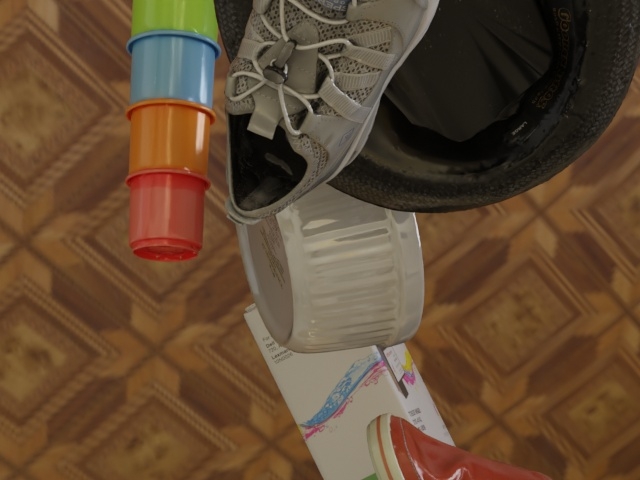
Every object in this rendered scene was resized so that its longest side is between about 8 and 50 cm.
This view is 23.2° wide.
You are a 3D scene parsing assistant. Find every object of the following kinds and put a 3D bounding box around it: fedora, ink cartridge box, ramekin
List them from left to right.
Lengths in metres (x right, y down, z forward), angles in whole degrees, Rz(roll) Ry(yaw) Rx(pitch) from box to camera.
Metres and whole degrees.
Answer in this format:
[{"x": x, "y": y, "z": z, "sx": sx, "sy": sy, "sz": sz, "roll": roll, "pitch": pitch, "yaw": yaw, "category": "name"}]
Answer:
[{"x": 0.000, "y": 0.000, "z": 1.339, "sx": 0.109, "sy": 0.207, "sz": 0.207, "roll": -12, "pitch": 122, "yaw": -16, "category": "ramekin"}, {"x": 0.046, "y": 0.174, "z": 1.707, "sx": 0.117, "sy": 0.201, "sz": 0.278, "roll": -28, "pitch": 82, "yaw": 10, "category": "ink cartridge box"}, {"x": 0.078, "y": -0.193, "z": 1.154, "sx": 0.334, "sy": 0.152, "sz": 0.334, "roll": 1, "pitch": 109, "yaw": 2, "category": "fedora"}]

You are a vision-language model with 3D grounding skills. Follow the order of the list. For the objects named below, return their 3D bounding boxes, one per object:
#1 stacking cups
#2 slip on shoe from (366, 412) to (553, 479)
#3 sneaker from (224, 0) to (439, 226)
[{"x": -0.129, "y": -0.139, "z": 1.376, "sx": 0.096, "sy": 0.096, "sz": 0.316, "roll": 6, "pitch": 77, "yaw": -23, "category": "stacking cups"}, {"x": 0.169, "y": 0.246, "z": 1.437, "sx": 0.331, "sy": 0.123, "sz": 0.101, "roll": 37, "pitch": 115, "yaw": -26, "category": "slip on shoe"}, {"x": -0.002, "y": -0.109, "z": 0.961, "sx": 0.115, "sy": 0.105, "sz": 0.281, "roll": -53, "pitch": 164, "yaw": -36, "category": "sneaker"}]
